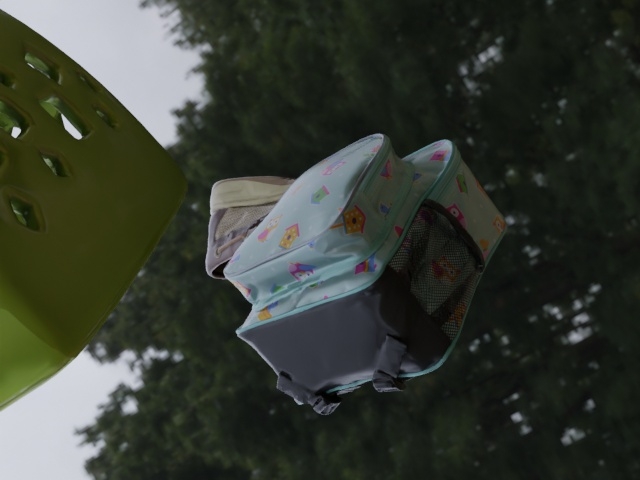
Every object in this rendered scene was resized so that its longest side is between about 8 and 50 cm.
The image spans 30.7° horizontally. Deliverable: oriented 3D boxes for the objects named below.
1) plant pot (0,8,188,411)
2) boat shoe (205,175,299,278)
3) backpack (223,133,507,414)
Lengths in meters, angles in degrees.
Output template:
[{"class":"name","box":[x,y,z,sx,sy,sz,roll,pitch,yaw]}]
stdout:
[{"class":"plant pot","box":[-0.225,-0.018,0.543,0.207,0.227,0.228,54,-163,-13]},{"class":"boat shoe","box":[0.000,0.000,1.197,0.123,0.342,0.123,30,-111,-43]},{"class":"backpack","box":[0.037,0.009,0.827,0.144,0.166,0.188,54,-135,-9]}]
